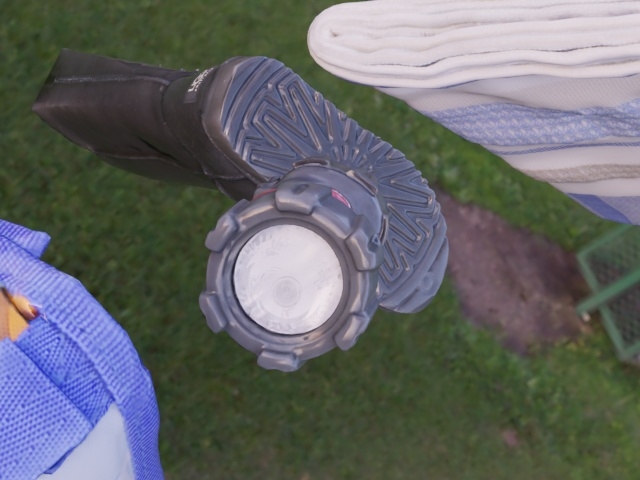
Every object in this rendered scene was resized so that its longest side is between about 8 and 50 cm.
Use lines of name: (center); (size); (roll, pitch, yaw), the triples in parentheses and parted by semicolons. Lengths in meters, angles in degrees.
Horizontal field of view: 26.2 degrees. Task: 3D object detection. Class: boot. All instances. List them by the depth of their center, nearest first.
boot: (-0.102, -0.077, 1.581); (0.367, 0.445, 0.146); (47, 67, -29)

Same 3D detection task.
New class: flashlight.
flashlight: (0.000, 0.000, 0.876); (0.103, 0.103, 0.304); (63, 11, -4)

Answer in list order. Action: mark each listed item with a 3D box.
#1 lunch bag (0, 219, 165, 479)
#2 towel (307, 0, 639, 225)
lunch bag: (-0.238, 0.162, 0.507); (0.239, 0.385, 0.328); (47, 62, -4)
towel: (0.150, -0.041, 0.565); (0.285, 0.209, 0.034); (22, 75, -54)
